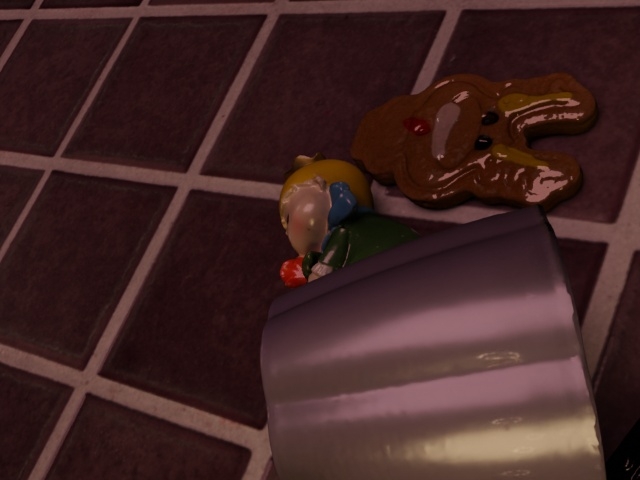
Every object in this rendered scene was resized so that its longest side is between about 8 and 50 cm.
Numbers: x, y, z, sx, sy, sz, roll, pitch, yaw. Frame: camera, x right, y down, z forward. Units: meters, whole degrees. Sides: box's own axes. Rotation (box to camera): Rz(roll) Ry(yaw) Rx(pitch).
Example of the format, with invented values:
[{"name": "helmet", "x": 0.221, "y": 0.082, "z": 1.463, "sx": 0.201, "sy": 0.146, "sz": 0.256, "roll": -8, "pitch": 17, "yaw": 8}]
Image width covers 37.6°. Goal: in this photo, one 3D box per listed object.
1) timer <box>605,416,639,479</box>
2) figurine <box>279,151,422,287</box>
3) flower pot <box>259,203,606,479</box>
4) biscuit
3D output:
[{"name": "timer", "x": 0.315, "y": 0.203, "z": 0.770, "sx": 0.187, "sy": 0.055, "sz": 0.144, "roll": -52, "pitch": 45, "yaw": -2}, {"name": "figurine", "x": 0.004, "y": 0.008, "z": 1.062, "sx": 0.185, "sy": 0.127, "sz": 0.234, "roll": -50, "pitch": 57, "yaw": 6}, {"name": "flower pot", "x": 0.086, "y": 0.115, "z": 0.769, "sx": 0.243, "sy": 0.265, "sz": 0.265, "roll": -8, "pitch": 55, "yaw": 10}, {"name": "biscuit", "x": 0.165, "y": -0.117, "z": 1.084, "sx": 0.295, "sy": 0.044, "sz": 0.186, "roll": 1, "pitch": 59, "yaw": 33}]
